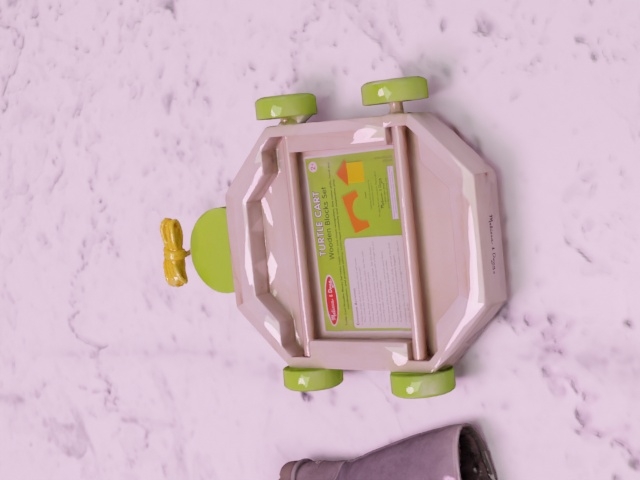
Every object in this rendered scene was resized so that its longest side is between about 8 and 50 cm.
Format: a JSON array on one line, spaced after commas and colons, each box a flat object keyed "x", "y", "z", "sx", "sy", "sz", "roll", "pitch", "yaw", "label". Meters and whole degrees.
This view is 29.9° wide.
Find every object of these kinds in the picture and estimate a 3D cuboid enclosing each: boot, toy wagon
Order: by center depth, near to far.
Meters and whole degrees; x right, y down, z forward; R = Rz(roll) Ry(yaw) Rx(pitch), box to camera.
[{"x": 0.067, "y": 0.266, "z": 1.071, "sx": 0.208, "sy": 0.076, "sz": 0.190, "roll": -13, "pitch": 91, "yaw": 30, "label": "boot"}, {"x": 0.000, "y": 0.000, "z": 1.074, "sx": 0.344, "sy": 0.068, "sz": 0.267, "roll": -2, "pitch": 95, "yaw": 38, "label": "toy wagon"}]
